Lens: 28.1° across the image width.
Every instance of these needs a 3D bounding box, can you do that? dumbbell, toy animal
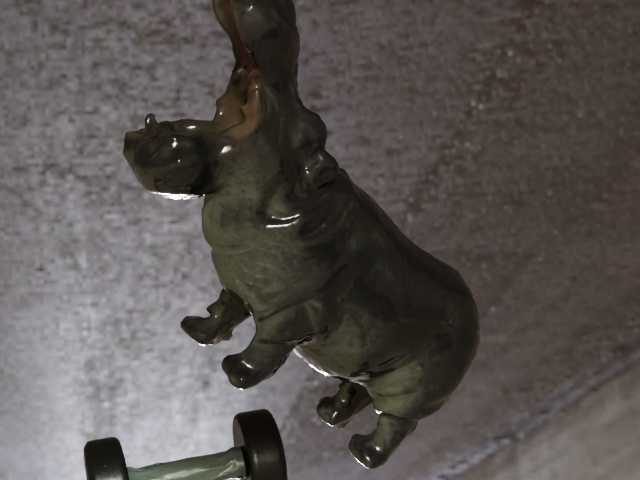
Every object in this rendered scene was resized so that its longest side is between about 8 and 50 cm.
[{"bbox_3d":[-0.134,0.232,1.273,0.191,0.100,0.100,-8,161,-13],"label":"dumbbell"},{"bbox_3d":[-0.015,0.007,0.793,0.168,0.106,0.343,-40,127,-8],"label":"toy animal"}]
